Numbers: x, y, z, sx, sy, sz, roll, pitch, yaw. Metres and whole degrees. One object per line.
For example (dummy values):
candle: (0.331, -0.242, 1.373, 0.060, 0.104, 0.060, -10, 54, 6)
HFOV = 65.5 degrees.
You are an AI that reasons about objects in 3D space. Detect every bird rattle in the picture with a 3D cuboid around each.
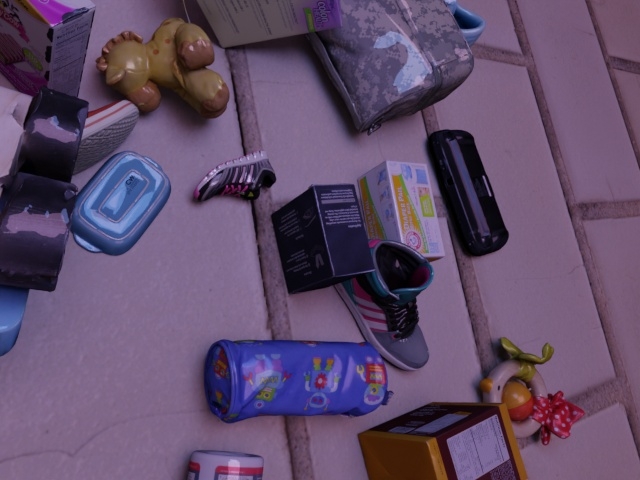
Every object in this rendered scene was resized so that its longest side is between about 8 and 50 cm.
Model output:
bird rattle: (0.442, 0.342, 1.094, 0.206, 0.143, 0.254, -22, 100, -23)

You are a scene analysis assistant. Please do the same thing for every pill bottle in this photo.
pill bottle: (-0.143, 0.396, 0.698, 0.107, 0.108, 0.180, 16, 67, -26)

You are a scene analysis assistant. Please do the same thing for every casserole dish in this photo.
casserole dish: (-0.311, -0.065, 0.784, 0.114, 0.037, 0.189, 37, 58, -17)

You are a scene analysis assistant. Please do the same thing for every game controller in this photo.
game controller: (0.362, -0.122, 1.209, 0.166, 0.067, 0.320, -10, 81, -48)

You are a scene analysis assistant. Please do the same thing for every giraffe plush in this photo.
giraffe plush: (-0.269, -0.281, 0.817, 0.170, 0.181, 0.211, -26, 101, -13)

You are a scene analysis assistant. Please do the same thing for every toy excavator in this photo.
toy excavator: (-0.417, 0.088, 0.523, 0.222, 0.445, 0.433, 13, 43, -29)

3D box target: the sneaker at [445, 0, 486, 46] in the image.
sneaker: (0.252, -0.583, 1.222, 0.365, 0.150, 0.135, 13, 68, -28)

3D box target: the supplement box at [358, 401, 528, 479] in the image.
supplement box: (0.208, 0.375, 0.869, 0.194, 0.191, 0.129, -9, 80, -33)

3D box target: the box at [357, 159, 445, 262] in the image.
box: (0.165, -0.050, 1.029, 0.114, 0.103, 0.203, -2, 76, -32)

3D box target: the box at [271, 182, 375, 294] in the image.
box: (0.000, 0.000, 0.881, 0.093, 0.156, 0.159, -6, 78, -34)

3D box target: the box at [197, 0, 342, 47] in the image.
box: (-0.096, -0.470, 0.874, 0.242, 0.213, 0.118, -6, 75, 8)

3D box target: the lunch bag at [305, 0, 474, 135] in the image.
lunch bag: (0.126, -0.405, 1.056, 0.255, 0.212, 0.305, -28, 90, -14)

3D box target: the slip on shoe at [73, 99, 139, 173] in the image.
slip on shoe: (-0.411, -0.135, 0.701, 0.331, 0.123, 0.101, -34, 90, -30)

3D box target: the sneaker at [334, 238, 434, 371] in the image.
sneaker: (0.150, 0.113, 0.923, 0.123, 0.178, 0.296, -41, 98, -34)

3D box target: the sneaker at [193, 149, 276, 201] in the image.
sneaker: (-0.143, -0.101, 0.881, 0.170, 0.063, 0.075, -33, 87, -39)

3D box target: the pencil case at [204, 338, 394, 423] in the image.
pencil case: (-0.034, 0.229, 0.812, 0.305, 0.119, 0.133, 8, 81, -29)

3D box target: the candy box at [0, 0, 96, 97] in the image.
candy box: (-0.404, -0.297, 0.680, 0.159, 0.233, 0.071, 47, 56, -10)
